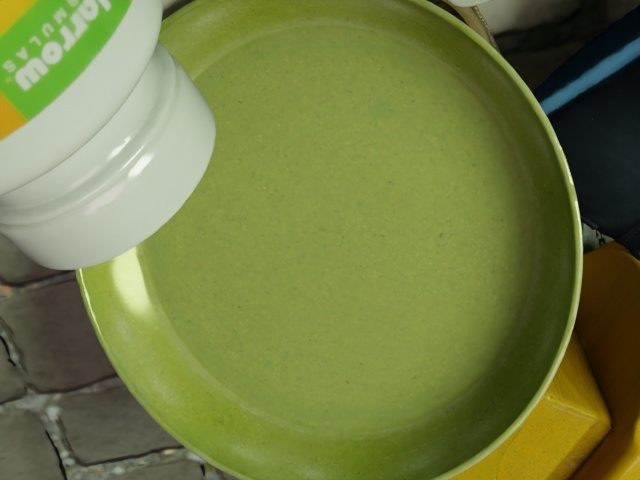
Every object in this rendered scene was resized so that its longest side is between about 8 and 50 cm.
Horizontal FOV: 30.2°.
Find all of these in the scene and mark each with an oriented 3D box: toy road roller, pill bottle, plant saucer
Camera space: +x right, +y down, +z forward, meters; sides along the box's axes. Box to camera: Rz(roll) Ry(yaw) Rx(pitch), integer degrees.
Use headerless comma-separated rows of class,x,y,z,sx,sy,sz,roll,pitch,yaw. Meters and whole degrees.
toy road roller,0.117,0.144,0.681,0.240,0.202,0.330,24,117,-18
pill bottle,-0.142,-0.100,0.423,0.136,0.136,0.246,-28,132,11
plant saucer,0.000,0.000,0.542,0.240,0.037,0.241,5,104,18

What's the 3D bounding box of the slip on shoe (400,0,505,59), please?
slip on shoe,0.065,-0.080,0.562,0.051,0.041,0.135,-23,133,5

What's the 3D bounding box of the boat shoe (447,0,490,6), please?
boat shoe,0.056,-0.139,0.383,0.121,0.335,0.119,-50,160,-25

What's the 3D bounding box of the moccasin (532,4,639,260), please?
moccasin,0.222,-0.087,0.472,0.117,0.137,0.342,49,150,-5
